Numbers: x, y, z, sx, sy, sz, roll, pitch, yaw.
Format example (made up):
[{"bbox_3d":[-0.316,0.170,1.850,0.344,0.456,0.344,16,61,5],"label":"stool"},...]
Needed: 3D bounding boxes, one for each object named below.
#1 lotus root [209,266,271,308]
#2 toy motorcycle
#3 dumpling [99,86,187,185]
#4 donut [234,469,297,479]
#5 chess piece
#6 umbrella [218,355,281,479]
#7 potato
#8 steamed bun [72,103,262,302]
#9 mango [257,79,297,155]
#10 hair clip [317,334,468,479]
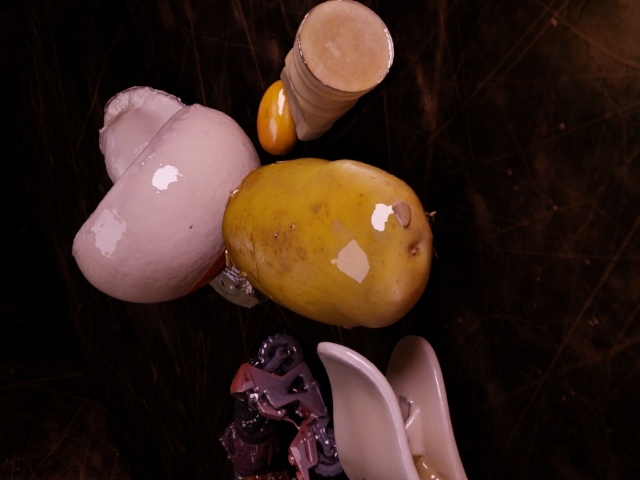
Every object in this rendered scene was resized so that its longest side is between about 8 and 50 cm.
[{"bbox_3d":[-0.131,0.040,1.130,0.144,0.070,0.143,36,137,49],"label":"lotus root"},{"bbox_3d":[-0.047,0.237,1.044,0.213,0.118,0.084,62,161,18],"label":"toy motorcycle"},{"bbox_3d":[-0.247,-0.140,1.186,0.172,0.142,0.247,-42,81,28],"label":"dumpling"},{"bbox_3d":[-0.075,0.449,1.190,0.144,0.126,0.187,-54,43,19],"label":"donut"},{"bbox_3d":[0.000,-0.161,0.766,0.200,0.090,0.090,152,99,-74],"label":"chess piece"},{"bbox_3d":[-0.105,0.309,1.226,0.090,0.094,0.326,34,138,24],"label":"umbrella"},{"bbox_3d":[0.000,0.000,0.786,0.300,0.140,0.173,12,115,52],"label":"potato"},{"bbox_3d":[-0.180,-0.033,0.987,0.177,0.283,0.283,39,154,-9],"label":"steamed bun"},{"bbox_3d":[-0.049,-0.146,0.894,0.060,0.046,0.089,34,122,47],"label":"mango"},{"bbox_3d":[0.089,0.221,0.785,0.172,0.113,0.282,-9,99,63],"label":"hair clip"}]
